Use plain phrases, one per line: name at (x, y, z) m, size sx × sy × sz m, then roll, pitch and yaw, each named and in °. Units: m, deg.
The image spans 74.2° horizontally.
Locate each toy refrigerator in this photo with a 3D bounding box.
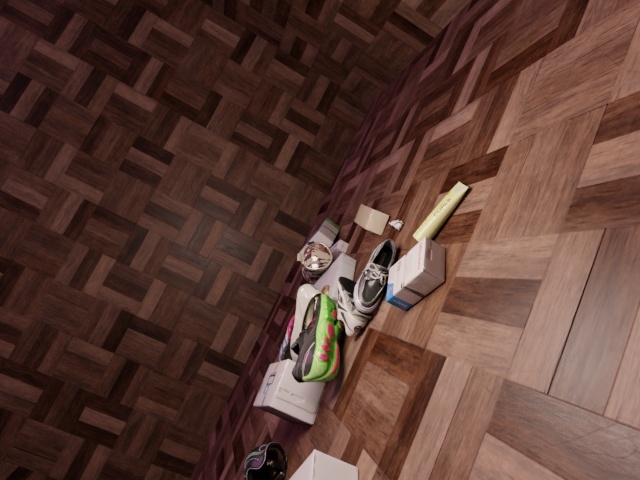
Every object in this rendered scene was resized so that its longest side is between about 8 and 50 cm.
toy refrigerator at (0.252, -0.106, 2.092) m, size 0.269 × 0.094 × 0.103 m, roll -125°, pitch 56°, yaw -78°

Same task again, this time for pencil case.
pencil case at (-0.031, 0.132, 2.364) m, size 0.410 × 0.183 × 0.160 m, roll 94°, pitch -173°, yaw -73°

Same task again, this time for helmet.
helmet at (-0.230, 0.913, 1.706) m, size 0.161 × 0.169 × 0.169 m, roll -41°, pitch 18°, yaw 20°

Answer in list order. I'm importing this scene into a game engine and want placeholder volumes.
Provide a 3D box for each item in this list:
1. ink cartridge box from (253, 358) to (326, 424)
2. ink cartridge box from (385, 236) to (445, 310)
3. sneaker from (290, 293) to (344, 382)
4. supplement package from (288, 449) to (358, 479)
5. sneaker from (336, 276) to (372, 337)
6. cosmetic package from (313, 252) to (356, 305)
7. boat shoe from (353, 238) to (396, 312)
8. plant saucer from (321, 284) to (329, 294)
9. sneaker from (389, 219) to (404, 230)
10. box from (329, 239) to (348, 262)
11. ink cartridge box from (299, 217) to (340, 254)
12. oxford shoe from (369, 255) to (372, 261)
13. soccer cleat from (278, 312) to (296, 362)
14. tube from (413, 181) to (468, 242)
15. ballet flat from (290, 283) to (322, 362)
ink cartridge box at (-0.130, 0.642, 1.789) m, size 0.270 × 0.198 × 0.197 m, roll -41°, pitch 24°, yaw 60°
ink cartridge box at (0.304, 0.109, 1.358) m, size 0.203 × 0.085 × 0.148 m, roll -50°, pitch 16°, yaw 45°
sneaker at (-0.022, 0.384, 1.732) m, size 0.202 × 0.185 × 0.483 m, roll -24°, pitch 18°, yaw 19°
supplement package at (-0.006, 0.731, 1.145) m, size 0.203 × 0.149 × 0.194 m, roll -58°, pitch 12°, yaw 24°
sneaker at (0.111, 0.269, 1.755) m, size 0.331 × 0.122 × 0.147 m, roll -101°, pitch 35°, yaw -66°
cosmetic package at (0.035, 0.283, 2.141) m, size 0.377 × 0.097 × 0.285 m, roll -52°, pitch 14°, yaw 43°
boat shoe at (0.220, 0.130, 1.626) m, size 0.307 × 0.113 × 0.105 m, roll -58°, pitch -6°, yaw -27°
plant saucer at (0.016, 0.249, 2.036) m, size 0.084 × 0.015 × 0.083 m, roll -58°, pitch 13°, yaw 22°
sneaker at (0.328, -0.069, 1.814) m, size 0.044 × 0.040 × 0.109 m, roll -46°, pitch 16°, yaw 2°
box at (0.067, 0.088, 2.531) m, size 0.324 × 0.063 × 0.067 m, roll -43°, pitch 22°, yaw 60°
ink cartridge box at (0.000, 0.000, 2.701) m, size 0.211 × 0.121 × 0.289 m, roll -49°, pitch 4°, yaw 22°
oxford shoe at (0.217, 0.166, 1.721) m, size 0.076 × 0.075 × 0.213 m, roll 74°, pitch -148°, yaw -61°
soccer cleat at (-0.157, 0.538, 2.358) m, size 0.332 × 0.115 × 0.143 m, roll -68°, pitch 13°, yaw -23°
tube at (0.409, -0.094, 1.441) m, size 0.240 × 0.062 × 0.070 m, roll -54°, pitch 53°, yaw 16°
ballet flat at (-0.057, 0.407, 1.976) m, size 0.139 × 0.138 × 0.401 m, roll -156°, pitch 71°, yaw -79°
